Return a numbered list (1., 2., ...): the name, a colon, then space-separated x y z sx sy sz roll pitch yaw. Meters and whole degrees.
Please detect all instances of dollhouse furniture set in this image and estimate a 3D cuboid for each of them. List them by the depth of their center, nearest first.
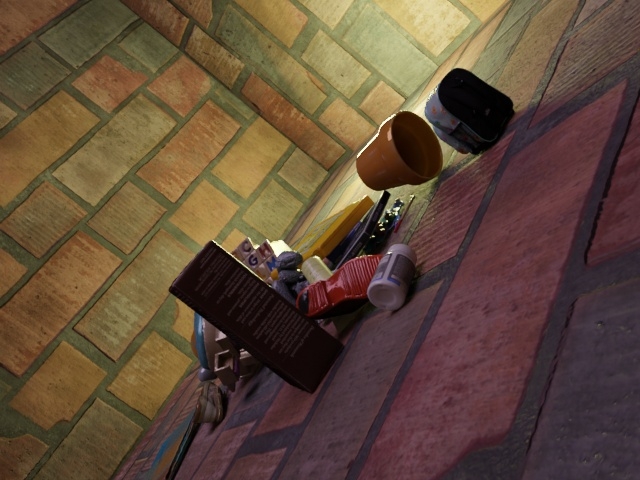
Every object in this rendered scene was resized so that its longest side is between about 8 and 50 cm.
1. dollhouse furniture set: -0.145 0.311 1.935 0.304 0.198 0.286 -19 38 7

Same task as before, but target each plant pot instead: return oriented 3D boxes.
1. plant pot: 0.208 -0.233 1.774 0.188 0.205 0.205 -27 23 46

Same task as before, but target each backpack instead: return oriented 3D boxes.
1. backpack: 0.350 -0.317 1.532 0.166 0.188 0.144 -55 9 -23

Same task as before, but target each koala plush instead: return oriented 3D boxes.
1. koala plush: -0.025 0.144 1.741 0.221 0.203 0.196 -10 40 46

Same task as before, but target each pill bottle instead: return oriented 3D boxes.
1. pill bottle: 0.151 0.072 1.286 0.078 0.078 0.137 -44 10 42

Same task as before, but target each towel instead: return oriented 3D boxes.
1. towel: -0.526 0.759 2.139 0.271 0.040 0.370 -49 10 21

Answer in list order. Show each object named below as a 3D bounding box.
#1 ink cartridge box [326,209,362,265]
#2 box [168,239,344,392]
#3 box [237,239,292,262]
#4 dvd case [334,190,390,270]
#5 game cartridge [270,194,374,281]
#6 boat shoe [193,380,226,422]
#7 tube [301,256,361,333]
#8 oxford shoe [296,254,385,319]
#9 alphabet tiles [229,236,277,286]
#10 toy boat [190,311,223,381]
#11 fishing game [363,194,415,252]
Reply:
1. ink cartridge box: 0.065 -0.016 2.250 0.175 0.069 0.371 -51 10 1
2. box: -0.151 0.174 1.424 0.143 0.381 0.191 -51 8 -16
3. box: -0.230 0.164 2.340 0.279 0.177 0.290 -49 -13 18
4. dvd case: 0.123 -0.023 1.809 0.179 0.030 0.238 -56 2 38
5. game cartridge: 0.000 0.000 1.983 0.285 0.052 0.324 -47 8 -31
6. boat shoe: -0.356 0.540 2.060 0.285 0.089 0.104 -124 47 -84
7. tube: 0.025 0.125 1.567 0.240 0.062 0.070 -128 34 -49
8. oxford shoe: 0.078 0.109 1.437 0.271 0.098 0.096 -23 60 25
9. alphabet tiles: -0.226 0.173 2.144 0.285 0.342 0.011 -42 -24 21
10. toy boat: -0.367 0.365 2.105 0.267 0.148 0.318 -101 2 -50
11. fishing game: 0.177 -0.047 1.827 0.189 0.041 0.264 -58 10 -26
